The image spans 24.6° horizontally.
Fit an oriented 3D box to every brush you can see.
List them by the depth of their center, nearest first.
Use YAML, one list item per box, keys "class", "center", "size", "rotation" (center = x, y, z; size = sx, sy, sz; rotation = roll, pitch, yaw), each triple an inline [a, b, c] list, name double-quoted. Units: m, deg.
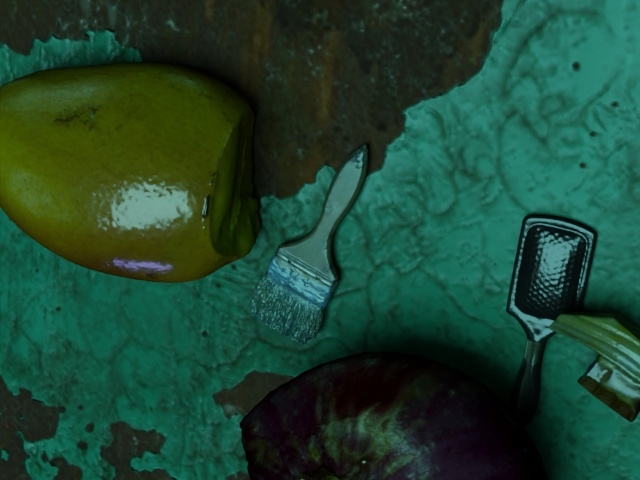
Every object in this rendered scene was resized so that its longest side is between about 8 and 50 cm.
- class: "brush"
  center: [0.183, 0.072, 1.221]
  size: [0.063, 0.016, 0.193]
  rotation: [15, 112, 19]
- class: "brush"
  center: [0.000, 0.000, 1.271]
  size: [0.070, 0.021, 0.196]
  rotation: [30, 116, 9]

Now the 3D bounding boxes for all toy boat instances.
- class: "toy boat"
  center: [0.258, 0.114, 1.177]
  size: [0.172, 0.065, 0.066]
  rotation: [38, 103, 7]

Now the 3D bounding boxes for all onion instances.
- class: "onion"
  center: [0.072, 0.212, 1.203]
  size: [0.230, 0.272, 0.256]
  rotation: [-21, 93, 15]

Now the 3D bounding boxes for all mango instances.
- class: "mango"
  center: [-0.188, -0.063, 1.264]
  size: [0.257, 0.138, 0.187]
  rotation: [5, 97, 15]
